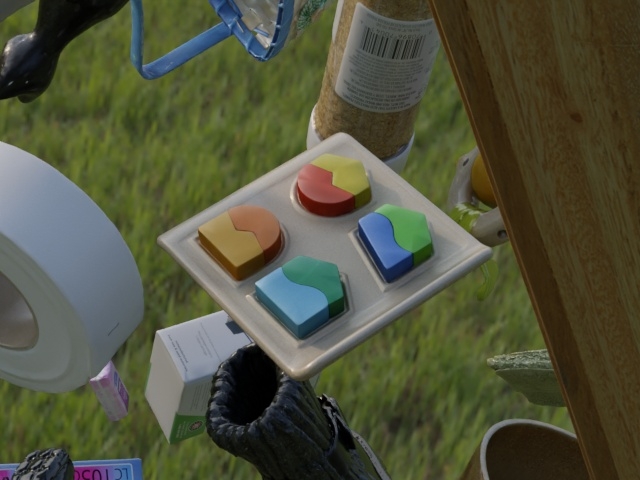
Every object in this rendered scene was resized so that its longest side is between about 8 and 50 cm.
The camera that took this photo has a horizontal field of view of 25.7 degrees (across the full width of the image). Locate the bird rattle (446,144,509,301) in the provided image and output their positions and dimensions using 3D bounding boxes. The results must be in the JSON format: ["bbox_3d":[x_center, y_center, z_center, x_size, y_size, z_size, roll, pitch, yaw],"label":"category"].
[{"bbox_3d":[0.204,-0.056,1.541,0.143,0.253,0.207,27,46,-22],"label":"bird rattle"}]

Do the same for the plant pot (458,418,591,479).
[{"bbox_3d":[0.154,0.314,1.124,0.237,0.254,0.237,29,25,-15],"label":"plant pot"}]

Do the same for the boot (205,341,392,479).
[{"bbox_3d":[-0.036,0.218,1.568,0.260,0.131,0.348,48,-10,-21],"label":"boot"}]

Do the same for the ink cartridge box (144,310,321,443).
[{"bbox_3d":[-0.109,0.164,1.854,0.219,0.160,0.093,-17,59,-26],"label":"ink cartridge box"}]

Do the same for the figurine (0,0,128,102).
[{"bbox_3d":[-0.299,-0.221,1.395,0.092,0.209,0.215,45,19,16],"label":"figurine"}]

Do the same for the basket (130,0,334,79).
[{"bbox_3d":[-0.105,-0.332,1.685,0.289,0.255,0.201,-28,68,-18],"label":"basket"}]

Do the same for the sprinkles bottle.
[{"bbox_3d":[0.069,-0.209,1.501,0.121,0.355,0.121,5,52,-7],"label":"sprinkles bottle"}]

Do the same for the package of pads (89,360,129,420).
[{"bbox_3d":[-0.294,0.205,1.949,0.032,0.083,0.050,-14,36,8],"label":"package of pads"}]

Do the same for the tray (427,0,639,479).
[{"bbox_3d":[0.113,-0.036,0.537,0.076,0.411,0.203,-13,38,17],"label":"tray"}]

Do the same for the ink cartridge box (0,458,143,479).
[{"bbox_3d":[-0.399,0.549,2.158,0.269,0.151,0.396,0,65,-18],"label":"ink cartridge box"}]

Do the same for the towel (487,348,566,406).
[{"bbox_3d":[0.253,0.140,1.418,0.148,0.027,0.110,-9,-32,41],"label":"towel"}]

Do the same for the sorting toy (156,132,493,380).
[{"bbox_3d":[0.000,0.000,1.102,0.193,0.038,0.208,-32,48,-23],"label":"sorting toy"}]

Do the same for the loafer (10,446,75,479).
[{"bbox_3d":[-0.332,0.316,1.550,0.076,0.078,0.223,-9,23,24],"label":"loafer"}]

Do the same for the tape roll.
[{"bbox_3d":[-0.330,0.031,1.487,0.286,0.286,0.100,23,50,17],"label":"tape roll"}]
